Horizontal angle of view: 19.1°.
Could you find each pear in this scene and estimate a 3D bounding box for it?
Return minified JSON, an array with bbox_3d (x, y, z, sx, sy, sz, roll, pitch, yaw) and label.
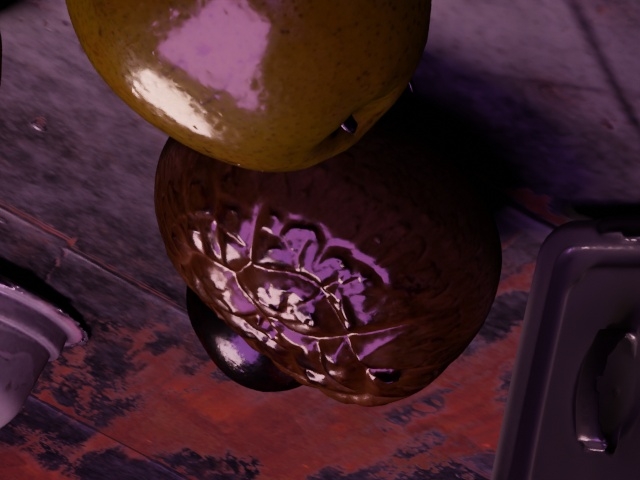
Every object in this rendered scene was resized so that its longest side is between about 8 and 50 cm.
[{"bbox_3d":[-0.032,-0.135,0.943,0.198,0.198,0.198,21,157,10],"label":"pear"}]

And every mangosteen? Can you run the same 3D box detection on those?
[{"bbox_3d":[-0.028,0.046,1.418,0.140,0.140,0.140,21,157,10],"label":"mangosteen"}]

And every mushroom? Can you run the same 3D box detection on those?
[{"bbox_3d":[0.000,0.000,1.243,0.253,0.153,0.253,28,153,16],"label":"mushroom"}]

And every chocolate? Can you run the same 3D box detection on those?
[{"bbox_3d":[-0.347,0.108,1.821,0.221,0.147,0.221,25,160,10],"label":"chocolate"}]

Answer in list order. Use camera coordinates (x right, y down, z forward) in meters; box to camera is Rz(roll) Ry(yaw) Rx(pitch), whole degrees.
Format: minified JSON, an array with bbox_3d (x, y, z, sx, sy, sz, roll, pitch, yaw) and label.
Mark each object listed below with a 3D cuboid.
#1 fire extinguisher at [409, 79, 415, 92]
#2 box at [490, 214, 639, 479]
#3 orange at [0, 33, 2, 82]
[{"bbox_3d":[0.018,-0.111,1.134,0.083,0.025,0.038,16,132,21],"label":"fire extinguisher"},{"bbox_3d":[0.203,0.103,1.168,0.162,0.227,0.130,0,161,45],"label":"box"},{"bbox_3d":[-0.338,-0.135,1.240,0.249,0.183,0.249,21,158,9],"label":"orange"}]
